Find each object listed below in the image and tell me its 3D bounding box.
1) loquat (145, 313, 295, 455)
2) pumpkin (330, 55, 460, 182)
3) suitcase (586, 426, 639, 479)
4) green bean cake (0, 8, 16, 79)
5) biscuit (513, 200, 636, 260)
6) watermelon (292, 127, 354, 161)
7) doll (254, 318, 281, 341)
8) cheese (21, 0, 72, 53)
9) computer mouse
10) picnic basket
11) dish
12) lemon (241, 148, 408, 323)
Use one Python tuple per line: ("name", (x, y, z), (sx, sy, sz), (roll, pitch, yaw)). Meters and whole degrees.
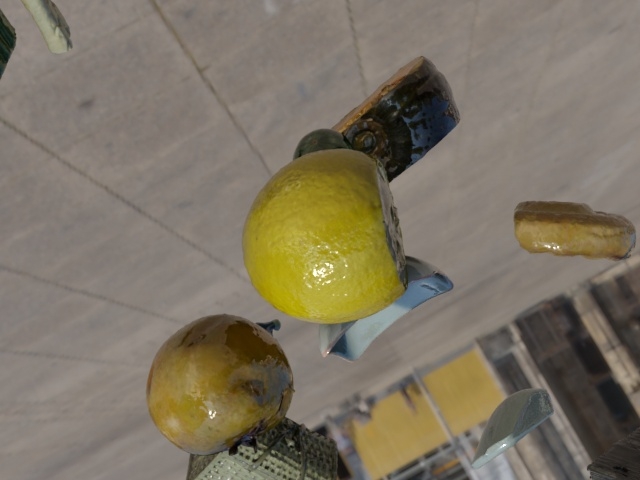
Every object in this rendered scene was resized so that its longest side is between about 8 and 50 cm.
("loquat", (-0.142, 0.209, 1.483), (0.213, 0.213, 0.213), (-28, 170, -5))
("pumpkin", (0.092, -0.166, 1.760), (0.317, 0.139, 0.222), (-42, -175, 16))
("suitcase", (0.584, 0.425, 1.563), (0.152, 0.229, 0.335), (-27, -166, -22))
("green bean cake", (-0.602, -0.289, 1.664), (0.200, 0.214, 0.113), (-2, 141, 21))
("biscuit", (0.430, -0.020, 1.794), (0.213, 0.091, 0.274), (7, -177, 6))
("watermelon", (0.005, -0.119, 1.606), (0.109, 0.109, 0.109), (-28, 170, -5))
("doll", (-0.095, 0.163, 1.661), (0.076, 0.050, 0.083), (-78, -170, -55))
("cheese", (-0.451, -0.378, 1.689), (0.043, 0.065, 0.194), (-12, 148, 6))
("computer mouse", (0.357, 0.346, 1.983), (0.231, 0.079, 0.128), (-25, 161, -51))
("picnic basket", (-0.088, 0.344, 1.651), (0.154, 0.196, 0.134), (-46, -159, 31))
("dish", (0.088, 0.094, 1.610), (0.212, 0.077, 0.151), (-38, 160, 11))
("lemon", (0.000, 0.000, 1.450), (0.219, 0.240, 0.240), (-14, 173, 10))
